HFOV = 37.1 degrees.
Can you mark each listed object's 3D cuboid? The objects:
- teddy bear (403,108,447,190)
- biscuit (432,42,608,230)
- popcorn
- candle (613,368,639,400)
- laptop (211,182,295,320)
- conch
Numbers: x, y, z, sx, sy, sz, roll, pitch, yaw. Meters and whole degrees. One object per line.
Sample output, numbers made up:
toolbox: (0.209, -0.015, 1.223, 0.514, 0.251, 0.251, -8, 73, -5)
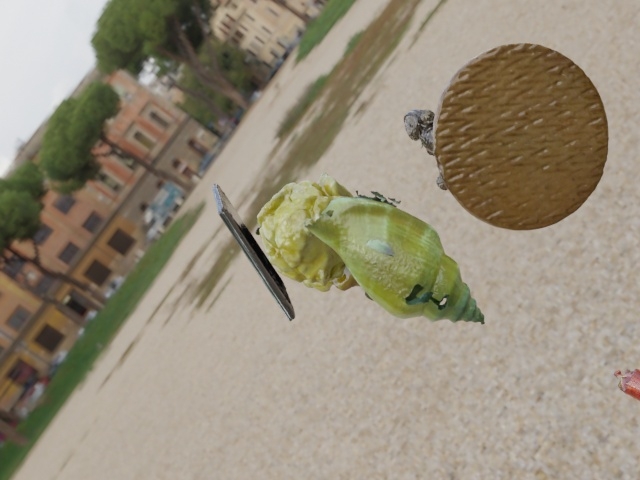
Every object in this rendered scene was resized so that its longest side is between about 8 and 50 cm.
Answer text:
teddy bear: (0.211, -0.181, 1.722, 0.078, 0.160, 0.119, -27, -30, -4)
biscuit: (0.272, -0.140, 1.302, 0.262, 0.262, 0.037, -55, 13, -7)
popcorn: (-0.005, 0.005, 1.476, 0.173, 0.195, 0.168, 10, 41, 31)
candle: (0.568, 0.259, 1.647, 0.052, 0.130, 0.052, -41, -34, -37)
laptop: (-0.088, 0.013, 1.253, 0.016, 0.180, 0.129, -32, 22, 1)
conch: (0.084, 0.024, 0.970, 0.095, 0.201, 0.079, -46, 11, -17)
